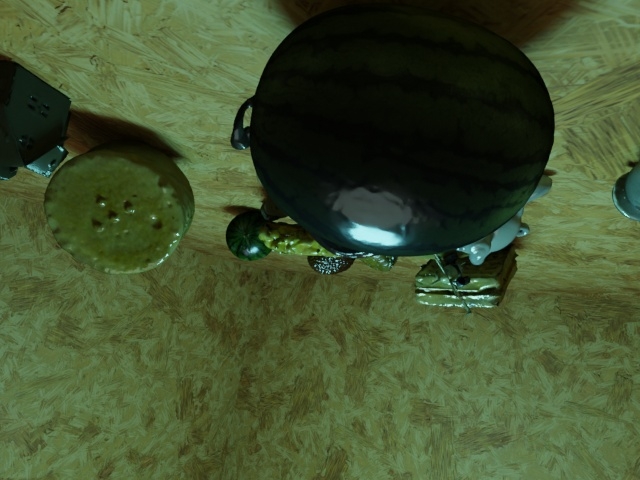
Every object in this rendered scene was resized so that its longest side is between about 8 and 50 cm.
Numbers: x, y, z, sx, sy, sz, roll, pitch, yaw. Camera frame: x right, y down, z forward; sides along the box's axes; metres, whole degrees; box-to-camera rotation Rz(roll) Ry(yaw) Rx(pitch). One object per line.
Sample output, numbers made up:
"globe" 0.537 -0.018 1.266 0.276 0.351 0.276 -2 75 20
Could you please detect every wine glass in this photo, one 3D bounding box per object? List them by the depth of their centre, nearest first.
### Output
"wine glass" 0.564 -0.096 0.669 0.111 0.111 0.204 7 172 10

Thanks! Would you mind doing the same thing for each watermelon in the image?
"watermelon" 0.073 -0.123 0.495 0.359 0.279 0.279 13 169 0
"watermelon" -0.261 -0.016 1.558 0.188 0.188 0.214 8 176 7

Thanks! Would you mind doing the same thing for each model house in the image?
"model house" -0.620 -0.186 0.833 0.211 0.243 0.204 5 168 20

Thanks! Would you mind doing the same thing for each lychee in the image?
"lychee" 0.042 0.045 1.607 0.194 0.194 0.194 9 169 2

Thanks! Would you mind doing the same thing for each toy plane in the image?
"toy plane" 0.344 0.086 1.127 0.092 0.229 0.244 -31 171 21

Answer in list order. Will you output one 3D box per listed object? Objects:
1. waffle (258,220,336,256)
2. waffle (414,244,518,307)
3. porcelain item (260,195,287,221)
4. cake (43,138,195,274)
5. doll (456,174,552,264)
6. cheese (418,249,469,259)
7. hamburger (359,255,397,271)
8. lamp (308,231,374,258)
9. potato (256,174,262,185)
"waffle" 0.000 0.000 1.312 0.382 0.095 0.379 4 -177 -6
"waffle" 0.493 0.104 1.383 0.261 0.114 0.376 -4 -169 35
"porcelain item" -0.161 -0.100 1.401 0.081 0.069 0.215 7 175 -15
"cake" -0.489 -0.108 1.106 0.332 0.332 0.321 11 -160 -12
"doll" 0.349 -0.047 0.936 0.242 0.160 0.311 35 140 -2
"cheese" 0.320 -0.025 1.202 0.315 0.128 0.259 -3 162 38
"hamburger" 0.213 0.048 1.668 0.206 0.130 0.183 17 165 -25
"lamp" 0.077 -0.073 0.920 0.247 0.247 0.247 9 169 2
"potato" -0.077 -0.144 0.977 0.147 0.112 0.112 20 166 -17
